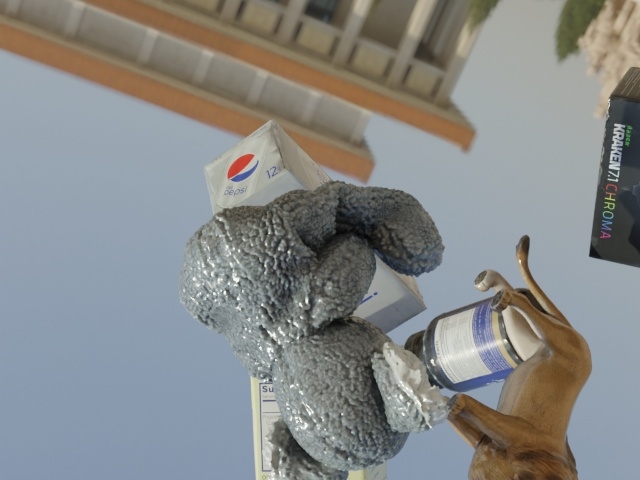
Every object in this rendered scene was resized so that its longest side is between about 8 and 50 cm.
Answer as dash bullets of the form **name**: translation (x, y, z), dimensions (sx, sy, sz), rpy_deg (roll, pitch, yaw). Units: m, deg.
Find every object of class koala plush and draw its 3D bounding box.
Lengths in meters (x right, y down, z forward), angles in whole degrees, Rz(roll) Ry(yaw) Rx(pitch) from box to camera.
- **koala plush**: translation (0.001, 0.085, 0.883), dimensions (0.203, 0.196, 0.221), rpy_deg (10, -129, -49)

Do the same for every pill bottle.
- **pill bottle**: translation (0.229, 0.153, 1.629), dimensions (0.123, 0.219, 0.123), rpy_deg (18, -119, -37)

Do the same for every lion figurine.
- **lion figurine**: translation (0.273, 0.204, 1.429), dimensions (0.240, 0.392, 0.142), rpy_deg (35, 155, -11)

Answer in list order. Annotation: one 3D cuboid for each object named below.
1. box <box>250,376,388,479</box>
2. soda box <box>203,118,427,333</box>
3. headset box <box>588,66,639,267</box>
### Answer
- **box**: translation (0.006, 0.255, 1.224), dimensions (0.117, 0.243, 0.213), rpy_deg (-2, 176, 9)
- **soda box**: translation (0.000, 0.000, 1.216), dimensions (0.286, 0.098, 0.091), rpy_deg (43, -160, -41)
- **headset box**: translation (0.521, -0.077, 1.473), dimensions (0.283, 0.246, 0.131), rpy_deg (14, -148, 23)
